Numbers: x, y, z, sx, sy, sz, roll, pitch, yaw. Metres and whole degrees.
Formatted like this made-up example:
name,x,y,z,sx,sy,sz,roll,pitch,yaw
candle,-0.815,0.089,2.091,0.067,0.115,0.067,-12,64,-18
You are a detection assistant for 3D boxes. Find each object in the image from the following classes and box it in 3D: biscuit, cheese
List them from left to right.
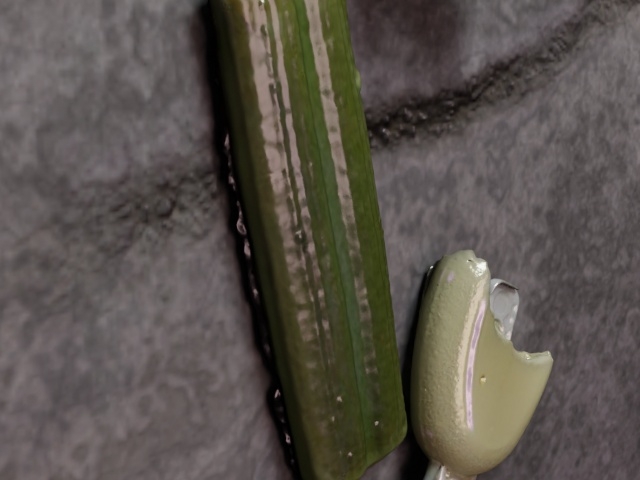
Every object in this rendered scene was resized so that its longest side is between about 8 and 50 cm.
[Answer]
name,x,y,z,sx,sy,sz,roll,pitch,yaw
biscuit,0.000,0.000,0.670,0.099,0.038,0.322,-27,115,-41
cheese,0.089,0.133,0.769,0.127,0.050,0.235,27,77,-46
